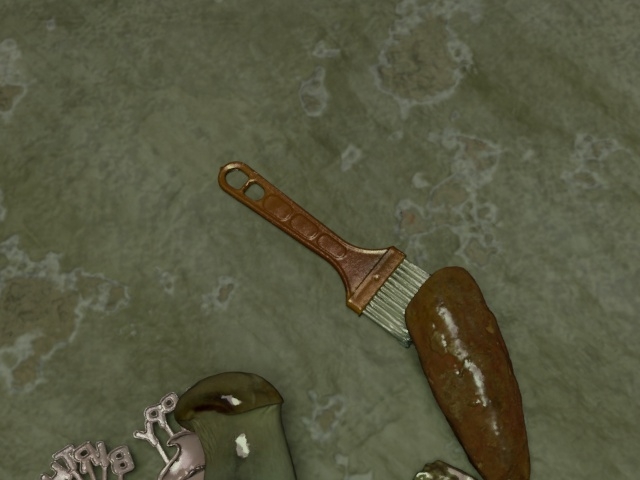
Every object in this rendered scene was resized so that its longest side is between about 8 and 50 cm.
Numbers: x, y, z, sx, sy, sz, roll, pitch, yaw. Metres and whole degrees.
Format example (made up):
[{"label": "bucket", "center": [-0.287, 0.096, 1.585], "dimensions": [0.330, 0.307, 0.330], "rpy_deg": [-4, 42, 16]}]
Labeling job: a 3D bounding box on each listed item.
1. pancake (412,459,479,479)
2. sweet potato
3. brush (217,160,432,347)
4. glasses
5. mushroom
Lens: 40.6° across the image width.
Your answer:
[{"label": "pancake", "center": [0.090, 0.329, 0.864], "dimensions": [0.235, 0.029, 0.212], "rpy_deg": [-5, 63, -1]}, {"label": "sweet potato", "center": [0.162, 0.152, 0.908], "dimensions": [0.097, 0.097, 0.252], "rpy_deg": [-18, 77, -1]}, {"label": "brush", "center": [0.000, 0.000, 1.009], "dimensions": [0.314, 0.017, 0.090], "rpy_deg": [36, 76, 16]}, {"label": "glasses", "center": [-0.192, 0.258, 0.897], "dimensions": [0.255, 0.095, 0.162], "rpy_deg": [-30, 72, -9]}, {"label": "mushroom", "center": [-0.049, 0.288, 0.822], "dimensions": [0.159, 0.122, 0.329], "rpy_deg": [-5, 71, -26]}]
